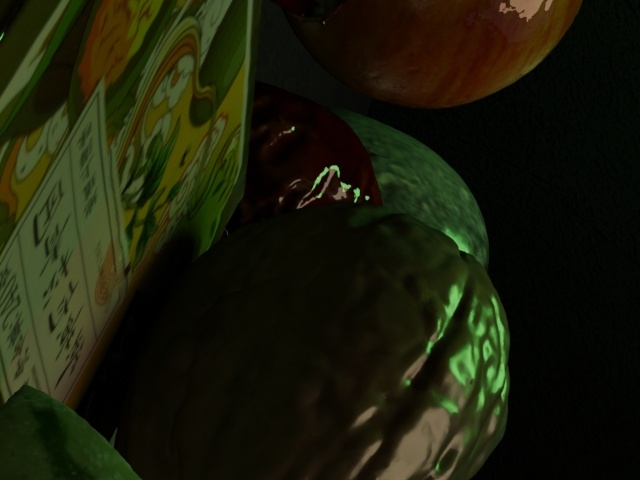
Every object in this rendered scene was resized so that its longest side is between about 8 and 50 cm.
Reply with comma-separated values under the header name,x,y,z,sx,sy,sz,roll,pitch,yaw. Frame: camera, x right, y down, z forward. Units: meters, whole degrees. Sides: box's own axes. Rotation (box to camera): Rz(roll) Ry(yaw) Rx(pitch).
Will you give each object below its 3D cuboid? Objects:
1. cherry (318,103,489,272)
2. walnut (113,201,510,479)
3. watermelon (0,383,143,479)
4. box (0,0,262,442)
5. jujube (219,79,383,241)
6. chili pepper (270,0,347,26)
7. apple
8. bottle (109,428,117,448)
name,x,y,z,sx,sy,sz,roll,pitch,yaw
cherry,0.000,0.000,1.313,0.255,0.296,0.218,-83,-175,-67
walnut,-0.008,0.079,0.706,0.230,0.178,0.178,-49,164,-40
watermelon,-0.111,0.121,0.519,0.098,0.158,0.121,-42,115,-40
box,-0.151,0.000,0.570,0.420,0.138,0.373,101,12,-62
jujube,-0.063,0.003,1.092,0.213,0.213,0.232,19,93,-85
chili pepper,-0.003,-0.286,1.109,0.144,0.136,0.253,35,65,-50
apple,0.095,-0.251,1.269,0.286,0.286,0.233,-63,179,-42
bottle,-0.160,0.109,1.221,0.096,0.079,0.254,66,16,-9
